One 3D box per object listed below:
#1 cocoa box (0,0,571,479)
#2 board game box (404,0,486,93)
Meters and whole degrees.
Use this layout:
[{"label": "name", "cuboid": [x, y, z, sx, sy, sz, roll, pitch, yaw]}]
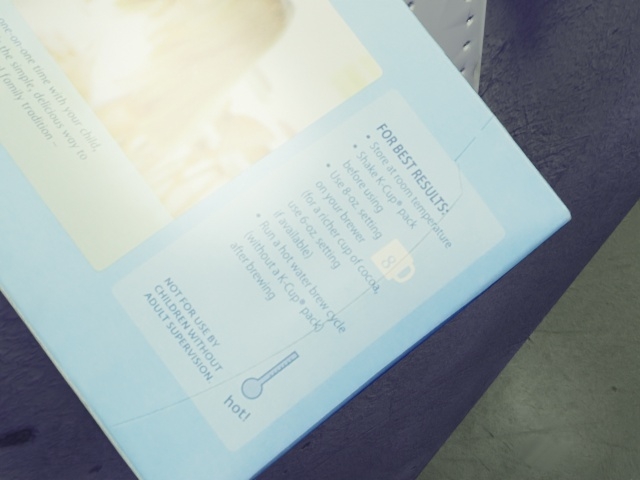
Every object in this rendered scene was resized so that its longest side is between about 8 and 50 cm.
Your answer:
[{"label": "cocoa box", "cuboid": [-0.086, -0.061, 0.445, 0.231, 0.347, 0.228, -37, 177, -13]}, {"label": "board game box", "cuboid": [0.022, -0.158, 0.854, 0.390, 0.050, 0.390, -37, 153, -13]}]
